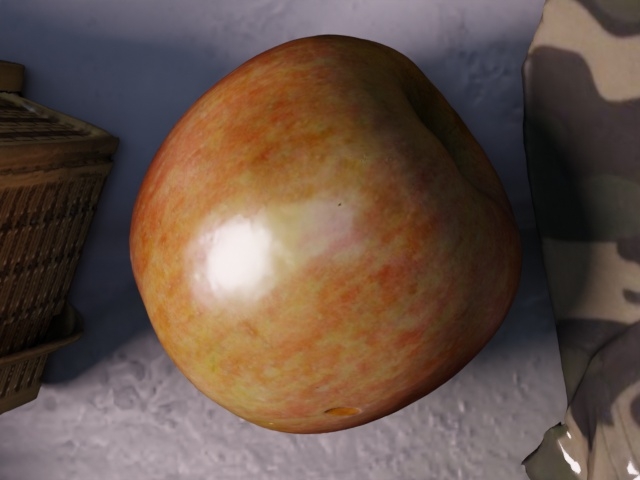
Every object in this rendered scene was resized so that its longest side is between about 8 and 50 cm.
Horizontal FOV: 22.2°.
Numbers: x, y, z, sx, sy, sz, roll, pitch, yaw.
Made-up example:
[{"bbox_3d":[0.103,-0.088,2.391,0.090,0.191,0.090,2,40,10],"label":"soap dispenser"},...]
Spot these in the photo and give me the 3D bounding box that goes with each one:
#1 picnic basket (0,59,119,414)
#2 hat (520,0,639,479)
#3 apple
[{"bbox_3d":[-0.276,-0.036,0.830,0.313,0.228,0.175,22,98,9],"label":"picnic basket"},{"bbox_3d":[0.251,0.039,0.733,0.366,0.257,0.381,-16,131,10],"label":"hat"},{"bbox_3d":[0.000,0.000,0.805,0.174,0.188,0.188,-36,86,13],"label":"apple"}]
